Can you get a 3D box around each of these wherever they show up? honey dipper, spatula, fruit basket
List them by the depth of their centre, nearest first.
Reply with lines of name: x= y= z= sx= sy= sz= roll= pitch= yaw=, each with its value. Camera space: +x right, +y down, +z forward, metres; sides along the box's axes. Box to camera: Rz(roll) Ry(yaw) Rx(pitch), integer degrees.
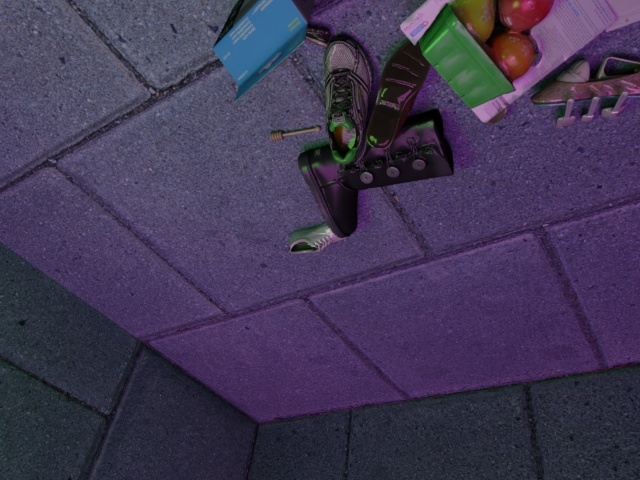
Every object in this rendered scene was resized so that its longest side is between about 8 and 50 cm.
fruit basket: x=0.412 y=-0.488 z=1.198 sx=0.327 sy=0.165 sz=0.353 roll=39 pitch=114 yaw=-22
spatula: x=0.714 y=-0.345 z=1.404 sx=0.168 sy=0.019 sz=0.242 roll=-3 pitch=174 yaw=20
honey dipper: x=-0.077 y=-0.334 z=1.657 sx=0.160 sy=0.031 sz=0.030 roll=-9 pitch=135 yaw=14

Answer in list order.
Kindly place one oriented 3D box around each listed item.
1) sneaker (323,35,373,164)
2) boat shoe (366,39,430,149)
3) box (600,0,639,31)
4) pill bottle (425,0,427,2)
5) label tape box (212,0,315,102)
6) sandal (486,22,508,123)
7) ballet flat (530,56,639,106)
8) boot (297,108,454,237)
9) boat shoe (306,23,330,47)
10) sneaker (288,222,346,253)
sneaker: x=0.075 y=-0.371 z=1.454 sx=0.134 sy=0.146 sz=0.344 roll=-2 pitch=112 yaw=17
boat shoe: x=0.206 y=-0.397 z=1.453 sx=0.110 sy=0.104 sz=0.307 roll=29 pitch=108 yaw=5
box: x=0.650 y=-0.576 z=1.177 sx=0.091 sy=0.130 sz=0.170 roll=-14 pitch=134 yaw=25
pill bottle: x=0.315 y=-0.522 z=1.331 sx=0.087 sy=0.087 sz=0.160 roll=-10 pitch=135 yaw=20
label tape box: x=-0.128 y=-0.509 z=1.241 sx=0.240 sy=0.334 sz=0.106 roll=-30 pitch=125 yaw=35
sandal: x=0.460 y=-0.422 z=1.390 sx=0.120 sy=0.086 sz=0.303 roll=-28 pitch=136 yaw=1
ballet flat: x=0.707 y=-0.416 z=1.384 sx=0.315 sy=0.108 sz=0.106 roll=-4 pitch=117 yaw=7
boot: x=0.202 y=-0.191 z=1.693 sx=0.444 sy=0.146 sz=0.367 roll=-15 pitch=135 yaw=19
boat shoe: x=-0.039 y=-0.547 z=1.405 sx=0.132 sy=0.049 sz=0.042 roll=20 pitch=102 yaw=3
sneaker: x=0.000 y=0.000 z=1.960 sx=0.258 sy=0.091 sz=0.094 roll=-16 pitch=133 yaw=25
